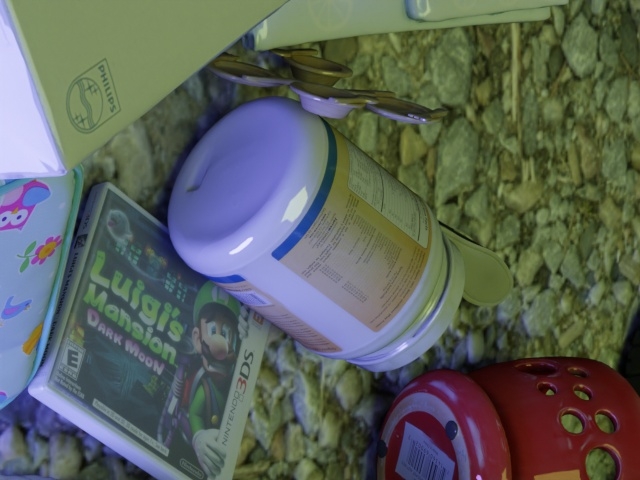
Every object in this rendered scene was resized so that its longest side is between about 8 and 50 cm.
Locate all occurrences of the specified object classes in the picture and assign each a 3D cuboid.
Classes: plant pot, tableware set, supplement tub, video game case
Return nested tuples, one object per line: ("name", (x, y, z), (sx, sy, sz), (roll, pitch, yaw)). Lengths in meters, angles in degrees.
("plant pot", (0.150, 0.191, 1.593), (0.174, 0.191, 0.191), (0, 99, -31))
("tableware set", (0.002, -0.114, 1.433), (0.141, 0.169, 0.020), (-6, 115, -52))
("supplement tub", (0.000, 0.000, 1.460), (0.200, 0.144, 0.144), (37, 76, -37))
("video game case", (-0.116, 0.078, 1.420), (0.190, 0.022, 0.173), (40, 50, -36))

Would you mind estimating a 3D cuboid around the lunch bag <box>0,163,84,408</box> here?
("lunch bag", (-0.259, 0.030, 1.211), (0.224, 0.108, 0.279), (-30, 158, -34))

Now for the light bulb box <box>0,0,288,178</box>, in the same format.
("light bulb box", (-0.200, -0.204, 1.070), (0.361, 0.358, 0.225), (-43, 124, -47))

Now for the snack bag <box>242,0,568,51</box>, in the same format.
("snack bag", (0.069, -0.318, 1.510), (0.343, 0.037, 0.323), (-11, 106, -40))

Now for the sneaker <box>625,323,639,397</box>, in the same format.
("sneaker", (0.346, 0.178, 1.807), (0.140, 0.125, 0.340), (13, 90, -64))

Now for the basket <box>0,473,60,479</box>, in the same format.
("basket", (-0.109, 0.363, 1.371), (0.328, 0.266, 0.331), (15, 91, -40))

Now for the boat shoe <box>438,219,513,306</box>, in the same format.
("boat shoe", (0.109, 0.015, 1.618), (0.125, 0.038, 0.046), (29, 100, -37))
